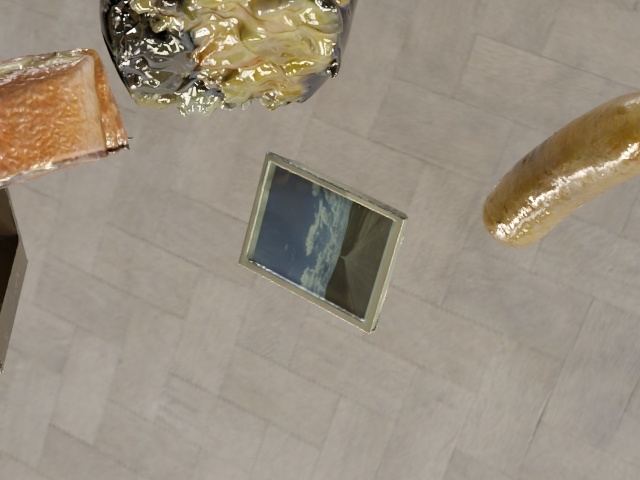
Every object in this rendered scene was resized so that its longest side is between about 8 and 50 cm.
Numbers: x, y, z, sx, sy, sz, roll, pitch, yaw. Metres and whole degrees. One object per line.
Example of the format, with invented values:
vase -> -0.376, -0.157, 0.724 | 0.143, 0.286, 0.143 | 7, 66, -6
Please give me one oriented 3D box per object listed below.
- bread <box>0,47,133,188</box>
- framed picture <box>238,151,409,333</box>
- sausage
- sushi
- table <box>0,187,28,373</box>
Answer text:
bread -> -0.321, -0.129, 1.049 | 0.190, 0.244, 0.123 | 14, 118, 51
framed picture -> 0.000, 0.000, 1.450 | 0.260, 0.023, 0.189 | 27, 112, 29
sausage -> 0.401, -0.116, 1.550 | 0.123, 0.501, 0.136 | 28, 64, -9
sushi -> -0.052, -0.212, 0.729 | 0.213, 0.200, 0.204 | 2, 75, -19
table -> -0.617, 0.040, 1.620 | 0.196, 0.250, 0.282 | 3, 141, -2
